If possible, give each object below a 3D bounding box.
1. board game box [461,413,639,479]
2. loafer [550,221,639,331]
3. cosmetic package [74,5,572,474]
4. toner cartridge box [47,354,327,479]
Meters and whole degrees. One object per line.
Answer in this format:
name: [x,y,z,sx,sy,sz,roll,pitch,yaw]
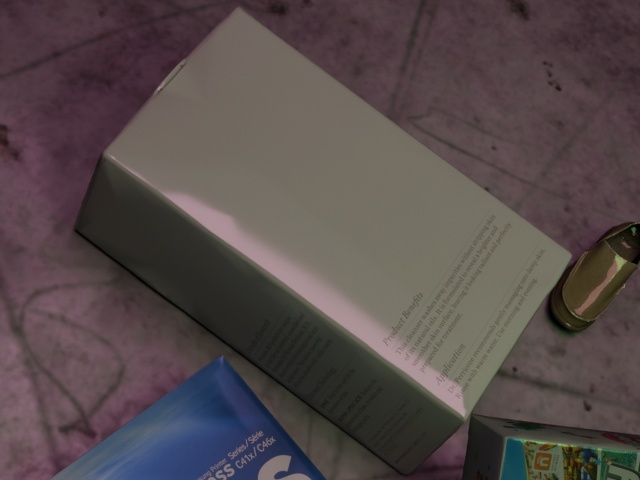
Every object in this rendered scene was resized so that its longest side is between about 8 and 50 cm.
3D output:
board game box: [0.261,0.277,1.315,0.303,0.097,0.224,8,94,-13]
loafer: [0.275,0.028,1.536,0.056,0.050,0.148,38,58,3]
cosmetic package: [0.000,0.000,1.400,0.385,0.156,0.217,37,58,4]
toner cartridge box: [-0.163,0.257,1.255,0.348,0.075,0.165,-36,78,-30]
